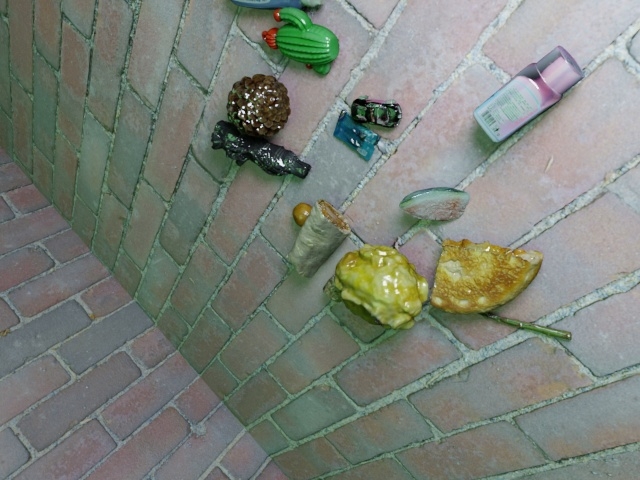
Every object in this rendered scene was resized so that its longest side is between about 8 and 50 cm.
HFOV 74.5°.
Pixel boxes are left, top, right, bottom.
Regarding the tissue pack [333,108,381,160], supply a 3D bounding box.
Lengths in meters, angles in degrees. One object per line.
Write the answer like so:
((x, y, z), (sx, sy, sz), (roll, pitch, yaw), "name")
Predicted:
((0.097, -0.294, 1.180), (0.138, 0.028, 0.085), (41, 133, 16), "tissue pack")

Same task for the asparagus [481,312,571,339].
((0.540, 0.224, 1.141), (0.249, 0.024, 0.025), (13, 79, 32), "asparagus")

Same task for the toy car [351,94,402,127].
((0.143, -0.334, 1.102), (0.142, 0.055, 0.069), (19, 129, 30), "toy car")

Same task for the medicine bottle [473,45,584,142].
((0.424, -0.296, 0.861), (0.094, 0.119, 0.188), (54, 135, 4), "medicine bottle")

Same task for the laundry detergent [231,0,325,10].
((-0.112, -0.667, 1.086), (0.290, 0.094, 0.143), (23, 125, 22), "laundry detergent")

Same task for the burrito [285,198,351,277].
((-0.004, -0.002, 1.351), (0.143, 0.105, 0.299), (16, 136, -16), "burrito")

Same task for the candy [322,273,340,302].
((0.063, 0.154, 1.419), (0.085, 0.095, 0.110), (38, 127, 19), "candy")

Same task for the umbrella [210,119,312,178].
((-0.189, -0.275, 1.358), (0.337, 0.154, 0.128), (25, 98, 1), "umbrella")

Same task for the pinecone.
((-0.190, -0.393, 1.236), (0.205, 0.184, 0.179), (8, 102, 44), "pinecone")

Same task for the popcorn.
((0.176, 0.142, 1.242), (0.286, 0.215, 0.251), (27, 132, 42), "popcorn")

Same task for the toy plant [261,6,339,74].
((-0.059, -0.533, 1.107), (0.240, 0.088, 0.154), (35, 161, 7), "toy plant")

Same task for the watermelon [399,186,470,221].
((0.290, -0.098, 1.101), (0.180, 0.081, 0.094), (8, 104, -6), "watermelon")

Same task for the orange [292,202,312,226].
((-0.054, -0.083, 1.383), (0.085, 0.085, 0.084), (19, 125, 29), "orange")

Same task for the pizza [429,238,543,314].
((0.409, 0.081, 1.117), (0.226, 0.086, 0.335), (55, 133, 5), "pizza")
